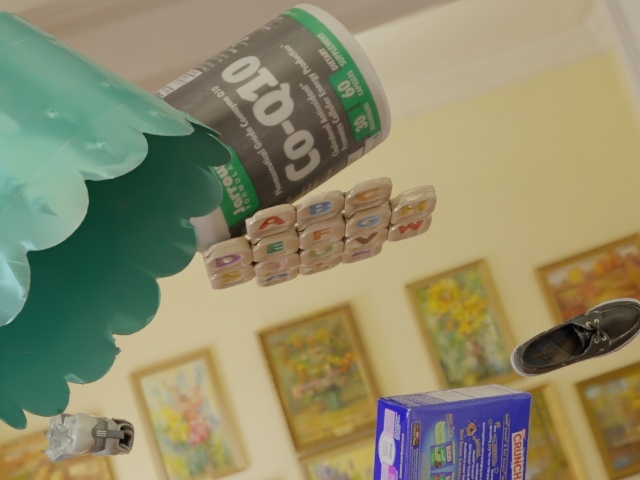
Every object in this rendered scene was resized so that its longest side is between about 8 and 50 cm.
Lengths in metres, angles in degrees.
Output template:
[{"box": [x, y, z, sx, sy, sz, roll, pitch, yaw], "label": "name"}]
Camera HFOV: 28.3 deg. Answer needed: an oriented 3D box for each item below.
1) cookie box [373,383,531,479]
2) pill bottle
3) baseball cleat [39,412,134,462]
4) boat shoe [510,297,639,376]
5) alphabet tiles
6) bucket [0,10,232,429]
[{"box": [0.090, 0.149, 0.870, 0.107, 0.092, 0.040, -2, 8, -33], "label": "cookie box"}, {"box": [-0.112, -0.111, 1.524, 0.361, 0.204, 0.204, -35, -7, -15], "label": "pill bottle"}, {"box": [-0.317, 0.275, 1.743, 0.109, 0.072, 0.206, 12, -11, -19], "label": "baseball cleat"}, {"box": [0.253, 0.095, 1.227, 0.142, 0.049, 0.040, -24, -10, -2], "label": "boat shoe"}, {"box": [0.000, 0.000, 1.524, 0.284, 0.021, 0.278, -15, -18, -6], "label": "alphabet tiles"}, {"box": [-0.217, -0.018, 0.933, 0.281, 0.183, 0.281, -52, -12, -17], "label": "bucket"}]
